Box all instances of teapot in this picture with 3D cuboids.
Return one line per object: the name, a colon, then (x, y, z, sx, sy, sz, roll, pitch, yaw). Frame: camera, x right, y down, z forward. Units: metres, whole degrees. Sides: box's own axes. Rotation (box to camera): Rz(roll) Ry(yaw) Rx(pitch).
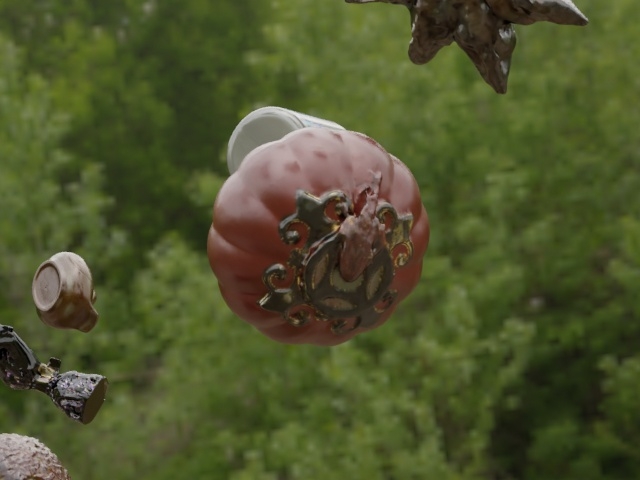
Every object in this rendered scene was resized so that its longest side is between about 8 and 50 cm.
teapot: (-0.329, 0.072, 2.508, 0.078, 0.098, 0.129, 20, 19, -37)

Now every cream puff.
cream puff: (-0.288, 0.257, 1.860, 0.084, 0.149, 0.149, -21, 5, -28)

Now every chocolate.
chocolate: (-0.317, 0.153, 2.182, 0.147, 0.072, 0.070, 31, 22, 15)

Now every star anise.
star anise: (0.178, -0.326, 2.205, 0.315, 0.315, 0.108, -8, 8, 31)

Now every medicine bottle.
medicine bottle: (-0.020, -0.091, 2.174, 0.107, 0.107, 0.191, -8, -7, 25)

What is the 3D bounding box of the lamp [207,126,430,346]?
lamp: (0.000, 0.000, 1.884, 0.226, 0.227, 0.227, -7, -2, 0)
